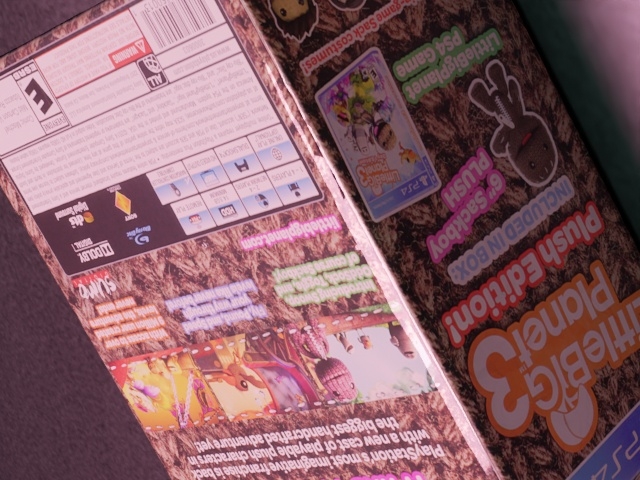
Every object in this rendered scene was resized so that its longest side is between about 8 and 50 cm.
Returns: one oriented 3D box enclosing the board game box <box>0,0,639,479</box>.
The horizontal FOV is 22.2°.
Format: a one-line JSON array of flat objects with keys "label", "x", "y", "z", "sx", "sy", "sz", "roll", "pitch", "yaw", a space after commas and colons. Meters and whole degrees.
[{"label": "board game box", "x": 0.000, "y": 0.000, "z": 0.758, "sx": 0.232, "sy": 0.141, "sz": 0.291, "roll": -15, "pitch": 107, "yaw": 50}]
